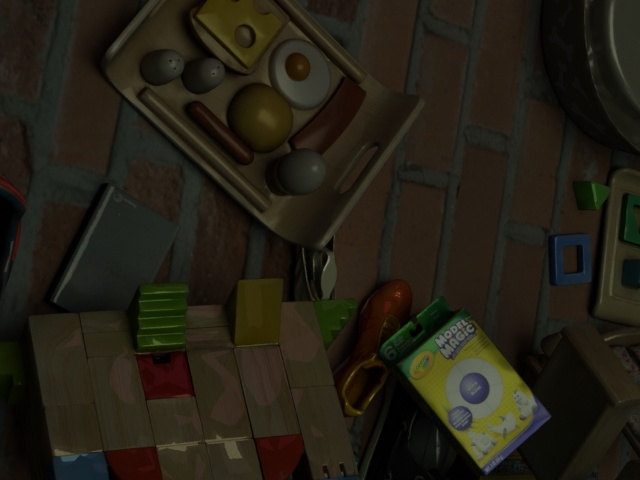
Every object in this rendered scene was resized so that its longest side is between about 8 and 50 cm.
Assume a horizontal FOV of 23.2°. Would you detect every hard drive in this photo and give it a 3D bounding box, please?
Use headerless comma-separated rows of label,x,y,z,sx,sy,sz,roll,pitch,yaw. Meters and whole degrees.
hard drive,-0.209,0.022,1.572,0.094,0.022,0.135,33,73,-30

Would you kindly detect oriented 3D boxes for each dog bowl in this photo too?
dog bowl,0.421,-0.264,1.955,0.349,0.102,0.348,0,91,-34

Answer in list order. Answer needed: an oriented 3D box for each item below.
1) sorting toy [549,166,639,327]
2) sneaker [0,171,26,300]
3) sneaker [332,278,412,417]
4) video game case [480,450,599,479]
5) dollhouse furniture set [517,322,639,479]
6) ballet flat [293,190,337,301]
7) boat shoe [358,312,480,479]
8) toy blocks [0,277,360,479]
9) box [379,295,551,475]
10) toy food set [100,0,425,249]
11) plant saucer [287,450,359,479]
sorting toy,0.437,0.018,2.004,0.348,0.047,0.196,14,83,-34
sneaker,-0.370,0.084,1.386,0.131,0.148,0.350,29,75,-32
sneaker,0.065,0.123,1.738,0.064,0.067,0.175,35,70,-28
video game case,0.255,0.308,1.900,0.212,0.023,0.193,5,89,-34
dollhouse furniture set,0.420,0.197,1.817,0.356,0.303,0.173,-4,135,-31
ballet flat,0.000,0.000,1.698,0.057,0.052,0.168,-4,93,-33
boat shoe,0.130,0.251,1.756,0.127,0.113,0.340,21,79,-32
toy blocks,-0.124,0.198,1.471,0.381,0.190,0.260,-2,59,-23
box,0.156,0.155,1.697,0.105,0.043,0.179,-40,90,-15
toy food set,-0.052,-0.167,1.621,0.306,0.092,0.219,44,67,-21
plant saucer,-0.035,0.228,1.700,0.192,0.018,0.067,32,73,-30
